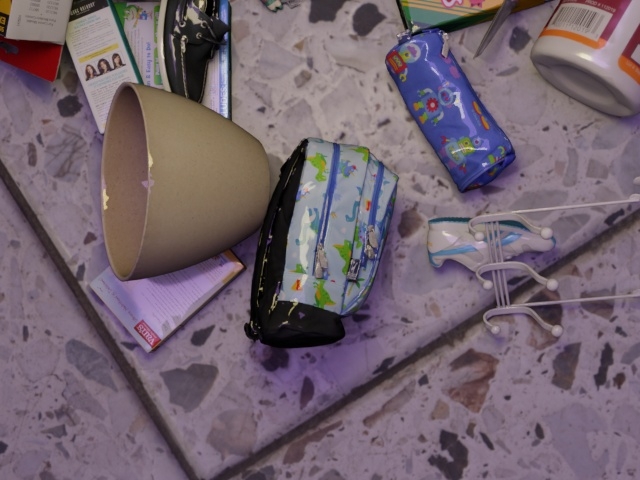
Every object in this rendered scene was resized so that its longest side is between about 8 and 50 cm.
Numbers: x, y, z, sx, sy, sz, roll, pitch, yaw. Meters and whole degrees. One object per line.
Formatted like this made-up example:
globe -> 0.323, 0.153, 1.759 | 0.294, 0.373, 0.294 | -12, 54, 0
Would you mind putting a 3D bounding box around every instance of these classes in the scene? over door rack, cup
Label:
over door rack -> 0.430, 0.039, 1.751 | 0.324, 0.108, 0.239 | -13, 127, 3
cup -> -0.224, -0.095, 1.740 | 0.237, 0.331, 0.331 | 1, 86, -24

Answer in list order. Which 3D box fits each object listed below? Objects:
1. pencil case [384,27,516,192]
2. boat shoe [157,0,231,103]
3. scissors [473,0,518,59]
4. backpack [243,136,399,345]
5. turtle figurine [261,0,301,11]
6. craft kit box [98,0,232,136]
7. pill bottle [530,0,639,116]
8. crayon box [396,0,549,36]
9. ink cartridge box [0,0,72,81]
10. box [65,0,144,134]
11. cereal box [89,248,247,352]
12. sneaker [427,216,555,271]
pencil case -> 0.234, -0.241, 1.832 | 0.133, 0.119, 0.306 | -34, 84, 41
boat shoe -> -0.213, -0.394, 1.814 | 0.113, 0.127, 0.340 | -2, 79, 17
scissors -> 0.347, -0.454, 1.813 | 0.297, 0.021, 0.109 | -43, 89, -2
backpack -> 0.000, 0.000, 1.773 | 0.273, 0.290, 0.355 | -2, 79, -5
turtle figurine -> -0.118, -0.524, 1.884 | 0.234, 0.118, 0.175 | 5, 86, 9
craft kit box -> -0.289, -0.321, 1.907 | 0.246, 0.061, 0.250 | 0, 86, 1
pill bottle -> 0.557, -0.435, 1.777 | 0.224, 0.224, 0.392 | 32, 88, 5
crayon box -> 0.286, -0.508, 1.871 | 0.318, 0.081, 0.202 | -17, 85, 2
ink cartridge box -> -0.581, -0.450, 1.803 | 0.309, 0.130, 0.272 | 24, 107, 35
box -> -0.389, -0.318, 1.856 | 0.100, 0.060, 0.244 | -21, 85, 2
cereal box -> -0.281, 0.066, 1.880 | 0.240, 0.047, 0.173 | -41, 83, 0
sneaker -> 0.306, 0.009, 1.838 | 0.228, 0.087, 0.092 | 3, 99, 7
